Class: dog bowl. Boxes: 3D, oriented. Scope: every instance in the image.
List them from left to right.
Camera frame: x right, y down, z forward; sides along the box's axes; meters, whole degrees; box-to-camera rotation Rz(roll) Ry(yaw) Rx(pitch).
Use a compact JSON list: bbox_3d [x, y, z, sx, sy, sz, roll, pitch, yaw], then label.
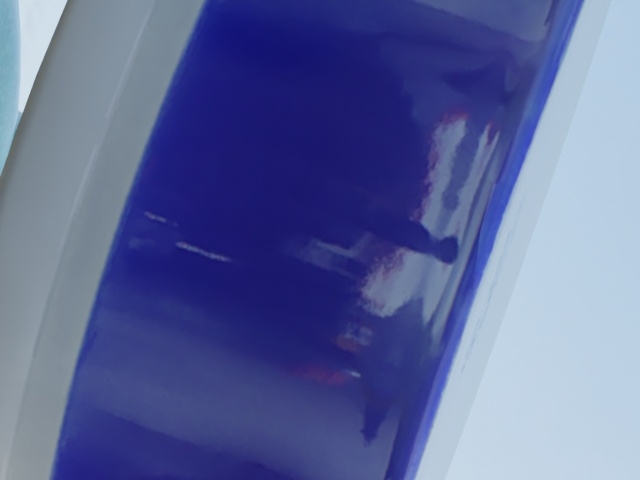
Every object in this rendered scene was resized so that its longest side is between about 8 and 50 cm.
[{"bbox_3d":[0.000,0.000,0.496,0.265,0.104,0.265,19,90,-82],"label":"dog bowl"}]

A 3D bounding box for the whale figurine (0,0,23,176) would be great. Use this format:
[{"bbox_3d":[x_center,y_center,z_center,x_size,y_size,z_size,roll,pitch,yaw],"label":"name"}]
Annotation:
[{"bbox_3d":[-0.153,-0.073,0.634,0.141,0.272,0.216,-4,-126,22],"label":"whale figurine"}]
